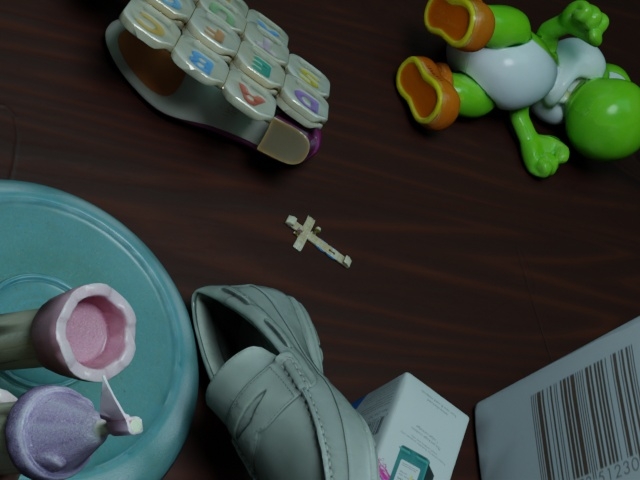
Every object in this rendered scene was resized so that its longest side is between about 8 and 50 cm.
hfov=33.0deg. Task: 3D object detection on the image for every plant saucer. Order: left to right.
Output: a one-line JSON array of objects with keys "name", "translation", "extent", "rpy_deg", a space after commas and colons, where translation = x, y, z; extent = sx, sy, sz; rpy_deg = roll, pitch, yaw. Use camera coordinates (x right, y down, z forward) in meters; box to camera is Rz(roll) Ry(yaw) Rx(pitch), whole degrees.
[{"name": "plant saucer", "translation": [-0.234, 0.080, 0.885], "extent": [0.318, 0.044, 0.317], "rpy_deg": [18, 54, -27]}]

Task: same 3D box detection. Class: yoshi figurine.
[{"name": "yoshi figurine", "translation": [0.288, -0.188, 1.352], "extent": [0.362, 0.203, 0.203], "rpy_deg": [5, 76, -37]}]

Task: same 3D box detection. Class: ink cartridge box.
[{"name": "ink cartridge box", "translation": [0.031, 0.239, 0.917], "extent": [0.078, 0.134, 0.231], "rpy_deg": [38, 48, -13]}]

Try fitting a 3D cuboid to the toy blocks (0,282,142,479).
[{"name": "toy blocks", "translation": [-0.154, 0.215, 0.655], "extent": [0.309, 0.260, 0.288], "rpy_deg": [-44, 116, -43]}]

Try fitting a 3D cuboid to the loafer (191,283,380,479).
[{"name": "loafer", "translation": [-0.041, 0.140, 0.880], "extent": [0.111, 0.112, 0.319], "rpy_deg": [20, 19, -27]}]

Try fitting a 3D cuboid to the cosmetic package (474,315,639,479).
[{"name": "cosmetic package", "translation": [0.412, 0.285, 1.037], "extent": [0.394, 0.329, 0.327], "rpy_deg": [16, 54, -27]}]

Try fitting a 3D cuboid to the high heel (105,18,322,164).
[{"name": "high heel", "translation": [-0.107, -0.158, 1.126], "extent": [0.244, 0.082, 0.117], "rpy_deg": [27, 12, -1]}]

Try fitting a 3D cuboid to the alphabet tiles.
[{"name": "alphabet tiles", "translation": [-0.107, -0.220, 1.106], "extent": [0.284, 0.021, 0.278], "rpy_deg": [35, 24, -14]}]

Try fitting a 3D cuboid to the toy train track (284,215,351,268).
[{"name": "toy train track", "translation": [0.000, 0.000, 1.127], "extent": [0.083, 0.014, 0.048], "rpy_deg": [37, 47, -13]}]
